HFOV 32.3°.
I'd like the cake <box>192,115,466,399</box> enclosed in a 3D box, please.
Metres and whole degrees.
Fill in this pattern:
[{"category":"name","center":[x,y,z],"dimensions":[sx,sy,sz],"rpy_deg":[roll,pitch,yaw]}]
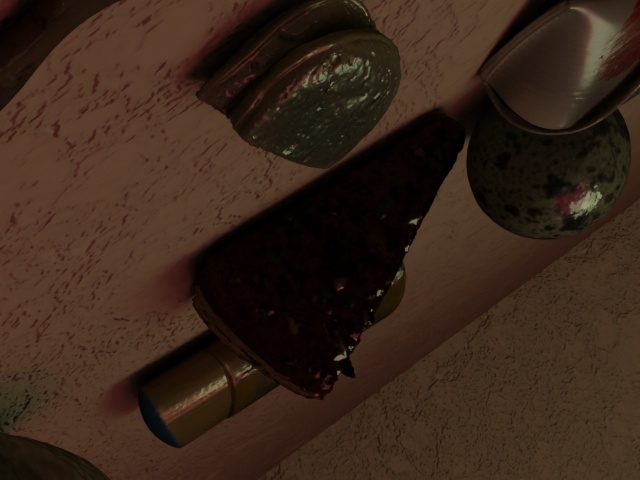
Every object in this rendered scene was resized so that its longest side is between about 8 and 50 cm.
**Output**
[{"category":"cake","center":[0.001,-0.012,0.852],"dimensions":[0.246,0.135,0.112],"rpy_deg":[-63,-174,-14]}]

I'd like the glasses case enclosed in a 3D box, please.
[{"category":"glasses case","center":[0.272,-0.182,0.849],"dimensions":[0.308,0.083,0.128],"rpy_deg":[-31,166,-23]}]

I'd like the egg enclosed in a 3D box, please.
[{"category":"egg","center":[0.195,-0.072,0.931],"dimensions":[0.132,0.132,0.172],"rpy_deg":[-48,174,40]}]

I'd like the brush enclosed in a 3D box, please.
[{"category":"brush","center":[-0.092,-0.086,0.402],"dimensions":[0.196,0.021,0.070],"rpy_deg":[-41,164,19]}]

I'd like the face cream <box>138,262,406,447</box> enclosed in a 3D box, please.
[{"category":"face cream","center":[-0.049,0.106,1.067],"dimensions":[0.285,0.067,0.139],"rpy_deg":[-31,165,-24]}]

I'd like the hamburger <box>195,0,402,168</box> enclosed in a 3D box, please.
[{"category":"hamburger","center":[-0.002,-0.086,0.570],"dimensions":[0.084,0.054,0.121],"rpy_deg":[-40,159,22]}]

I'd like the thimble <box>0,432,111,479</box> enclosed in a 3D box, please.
[{"category":"thimble","center":[-0.226,0.246,0.775],"dimensions":[0.219,0.219,0.150],"rpy_deg":[-35,164,-5]}]
